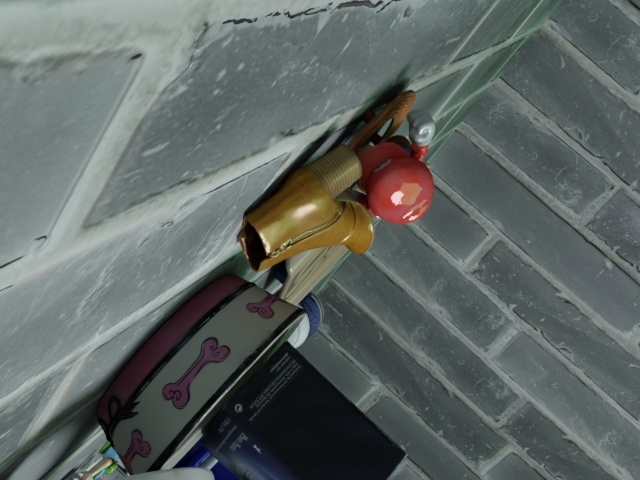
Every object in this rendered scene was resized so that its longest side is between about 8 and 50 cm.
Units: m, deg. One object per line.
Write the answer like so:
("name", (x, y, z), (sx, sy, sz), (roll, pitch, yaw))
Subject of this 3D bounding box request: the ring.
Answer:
("ring", (0.054, -0.148, 1.406), (0.336, 0.032, 0.336), (-47, 173, -7))

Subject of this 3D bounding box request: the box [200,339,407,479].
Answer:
("box", (-0.044, 0.385, 1.416), (0.183, 0.294, 0.296), (-45, 173, -30))

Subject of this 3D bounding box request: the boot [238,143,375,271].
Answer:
("boot", (-0.024, -0.015, 1.224), (0.211, 0.104, 0.295), (-37, 153, -13))

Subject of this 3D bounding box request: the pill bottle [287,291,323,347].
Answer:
("pill bottle", (-0.092, 0.234, 2.231), (0.153, 0.153, 0.264), (-50, 174, 14))

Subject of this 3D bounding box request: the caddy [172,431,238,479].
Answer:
("caddy", (-0.231, 0.460, 1.681), (0.341, 0.241, 0.179), (-46, -177, 3))

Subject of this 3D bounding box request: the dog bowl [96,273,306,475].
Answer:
("dog bowl", (-0.213, 0.227, 1.325), (0.408, 0.150, 0.408), (-48, 174, -7))

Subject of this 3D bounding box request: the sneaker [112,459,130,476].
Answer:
("sneaker", (-0.388, 0.626, 1.849), (0.169, 0.257, 0.448), (95, 4, -74))

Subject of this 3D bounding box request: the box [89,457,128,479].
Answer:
("box", (-0.558, 0.638, 1.777), (0.169, 0.087, 0.290), (-42, 172, -47))

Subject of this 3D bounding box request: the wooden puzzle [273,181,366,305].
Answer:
("wooden puzzle", (0.000, 0.000, 1.792), (0.322, 0.080, 0.348), (-46, 169, -21))

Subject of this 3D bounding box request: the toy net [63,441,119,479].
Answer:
("toy net", (-0.473, 0.475, 1.570), (0.122, 0.045, 0.232), (-48, 173, 21))

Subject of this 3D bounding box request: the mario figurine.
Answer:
("mario figurine", (0.108, -0.135, 1.352), (0.320, 0.170, 0.198), (-77, 171, -81))

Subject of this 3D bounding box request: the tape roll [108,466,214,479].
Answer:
("tape roll", (-0.345, 0.440, 1.169), (0.391, 0.072, 0.392), (-16, 158, -6))
